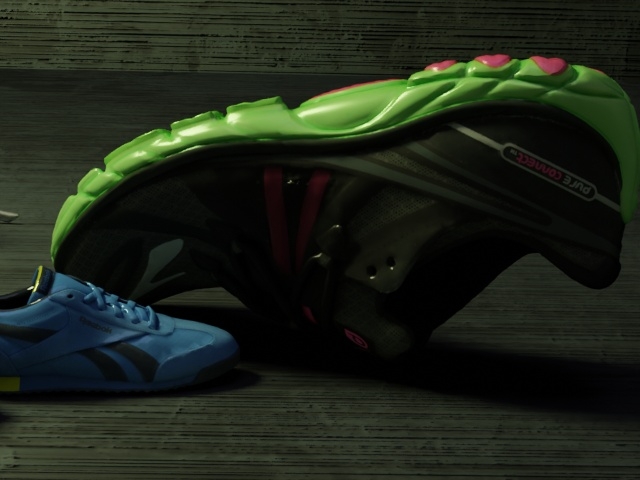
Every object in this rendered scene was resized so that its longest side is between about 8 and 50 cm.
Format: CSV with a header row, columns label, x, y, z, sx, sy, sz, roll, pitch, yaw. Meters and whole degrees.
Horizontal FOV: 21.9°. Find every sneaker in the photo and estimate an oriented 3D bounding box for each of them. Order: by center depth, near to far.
label,x,y,z,sx,sy,sz,roll,pitch,yaw
sneaker,-0.159,0.061,1.160,0.209,0.082,0.069,0,10,-11
sneaker,0.000,0.000,1.225,0.483,0.202,0.185,-12,-10,28

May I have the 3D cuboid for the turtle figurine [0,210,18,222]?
label,x,y,z,sx,sy,sz,roll,pitch,yaw
turtle figurine,-0.495,-0.055,1.605,0.266,0.274,0.198,-14,28,25
